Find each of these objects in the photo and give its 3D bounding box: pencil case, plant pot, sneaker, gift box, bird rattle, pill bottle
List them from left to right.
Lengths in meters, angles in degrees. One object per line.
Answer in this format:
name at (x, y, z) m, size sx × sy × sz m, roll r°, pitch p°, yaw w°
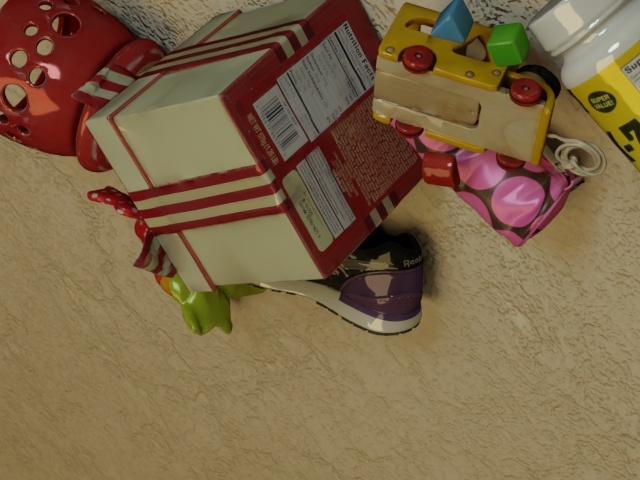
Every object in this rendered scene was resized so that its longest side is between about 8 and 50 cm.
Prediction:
plant pot at (-0.285, -0.185, 1.655) m, size 0.174 × 0.191 × 0.191 m, roll 27°, pitch 142°, yaw 15°
bird rattle at (-0.189, 0.025, 1.836) m, size 0.253 × 0.143 × 0.207 m, roll 37°, pitch 161°, yaw 14°
gift box at (-0.084, -0.099, 1.478) m, size 0.258 × 0.276 × 0.255 m, roll -5°, pitch 117°, yaw 49°
sneaker at (0.000, 0.000, 1.662) m, size 0.283 × 0.107 × 0.124 m, roll 20°, pitch 123°, yaw 26°
pencil case at (0.155, -0.097, 1.394) m, size 0.209 × 0.095 × 0.098 m, roll 43°, pitch 140°, yaw 5°
pill bottle at (0.279, -0.136, 1.205) m, size 0.208 × 0.119 × 0.119 m, roll 48°, pitch 145°, yaw -5°

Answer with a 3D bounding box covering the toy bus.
toy bus at (0.147, -0.144, 1.294) m, size 0.191 × 0.104 × 0.202 m, roll -16°, pitch 126°, yaw 44°
